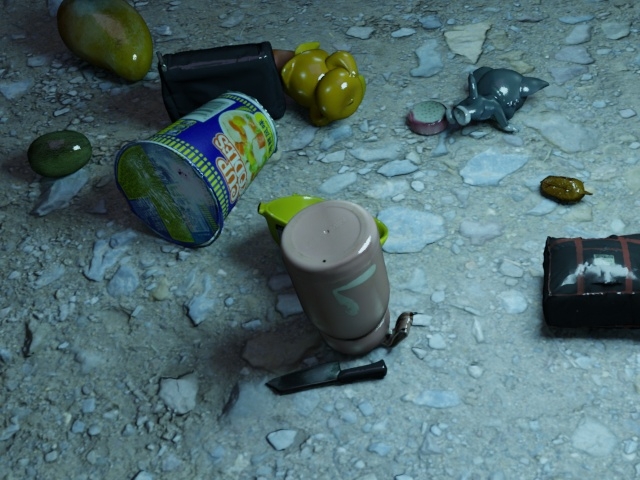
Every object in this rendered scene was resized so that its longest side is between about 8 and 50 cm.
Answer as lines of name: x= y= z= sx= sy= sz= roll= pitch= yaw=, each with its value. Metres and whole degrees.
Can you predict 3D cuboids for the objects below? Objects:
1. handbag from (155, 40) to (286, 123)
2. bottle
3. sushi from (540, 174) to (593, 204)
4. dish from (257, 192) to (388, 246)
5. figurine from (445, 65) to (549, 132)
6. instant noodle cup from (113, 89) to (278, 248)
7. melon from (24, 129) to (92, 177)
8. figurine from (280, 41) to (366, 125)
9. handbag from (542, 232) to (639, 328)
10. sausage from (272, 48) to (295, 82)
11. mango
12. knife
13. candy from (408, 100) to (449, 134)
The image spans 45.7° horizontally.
handbag: x=-0.251 y=-0.417 z=1.906 sx=0.301 sy=0.275 sz=0.178 roll=-8 pitch=57 yaw=1
bottle: x=0.055 y=0.086 z=1.375 sx=0.206 sy=0.297 sz=0.173 roll=6 pitch=49 yaw=21
sushi: x=0.531 y=-0.114 z=1.648 sx=0.118 sy=0.062 sz=0.060 roll=36 pitch=28 yaw=32
dish: x=0.000 y=0.000 z=1.568 sx=0.262 sy=0.108 sz=0.221 roll=24 pitch=24 yaw=28
figurine: x=0.391 y=-0.345 z=1.823 sx=0.265 sy=0.140 sz=0.193 roll=-10 pitch=25 yaw=-42
instant noodle cup: x=-0.257 y=-0.182 z=1.721 sx=0.284 sy=0.284 sz=0.312 roll=17 pitch=44 yaw=23
melon: x=-0.656 y=-0.217 z=1.898 sx=0.167 sy=0.114 sz=0.114 roll=-14 pitch=47 yaw=-8
figurine: x=0.008 y=-0.389 z=1.901 sx=0.228 sy=0.215 sz=0.215 roll=26 pitch=55 yaw=15
handbag: x=0.519 y=0.070 z=1.409 sx=0.215 sy=0.155 sz=0.169 roll=-1 pitch=40 yaw=12
sausage: x=-0.149 y=-0.483 z=2.088 sx=0.299 sy=0.083 sz=0.089 roll=10 pitch=49 yaw=15
mango: x=-0.622 y=-0.599 z=2.202 sx=0.221 sy=0.199 sz=0.384 roll=-29 pitch=61 yaw=-27
knife: x=0.010 y=0.249 z=1.420 sx=0.230 sy=0.028 sz=0.060 roll=-12 pitch=34 yaw=2
candy: x=0.268 y=-0.303 z=1.876 sx=0.103 sy=0.043 sz=0.103 roll=-4 pitch=47 yaw=4
